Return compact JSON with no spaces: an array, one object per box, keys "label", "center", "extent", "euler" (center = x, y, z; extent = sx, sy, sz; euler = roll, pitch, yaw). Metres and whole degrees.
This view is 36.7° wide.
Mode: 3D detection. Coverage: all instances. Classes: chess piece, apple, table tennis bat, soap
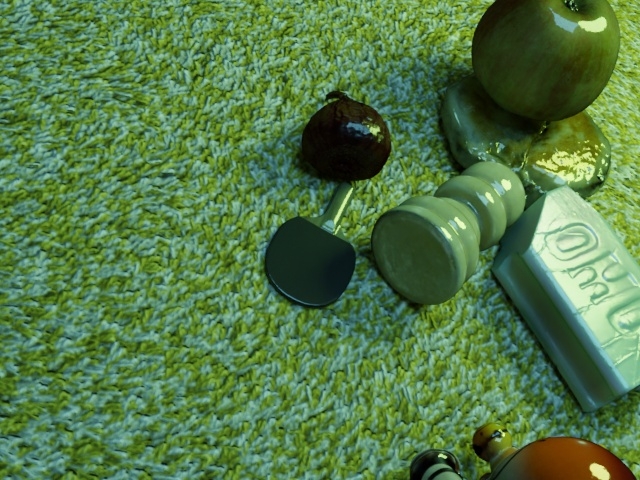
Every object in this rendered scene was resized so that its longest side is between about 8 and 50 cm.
[{"label":"chess piece","center":[0.233,-0.034,1.569],"extent":[0.167,0.167,0.299],"euler":[47,48,9]},{"label":"apple","center":[0.399,-0.345,1.706],"extent":[0.256,0.234,0.257],"euler":[9,48,-10]},{"label":"table tennis bat","center":[0.000,0.000,1.518],"extent":[0.138,0.022,0.247],"euler":[29,53,-5]},{"label":"soap","center":[0.438,0.087,1.604],"extent":[0.208,0.115,0.347],"euler":[-19,69,-33]}]

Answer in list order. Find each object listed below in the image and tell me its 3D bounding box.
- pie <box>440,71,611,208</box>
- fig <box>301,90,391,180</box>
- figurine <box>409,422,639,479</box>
[{"label":"pie","center":[0.379,-0.193,1.785],"extent":[0.338,0.077,0.339],"euler":[8,54,-12]},{"label":"fig","center":[0.049,-0.195,1.605],"extent":[0.146,0.134,0.201],"euler":[27,43,-19]},{"label":"figurine","center":[0.302,0.377,1.303],"extent":[0.322,0.196,0.320],"euler":[-5,55,-16]}]
